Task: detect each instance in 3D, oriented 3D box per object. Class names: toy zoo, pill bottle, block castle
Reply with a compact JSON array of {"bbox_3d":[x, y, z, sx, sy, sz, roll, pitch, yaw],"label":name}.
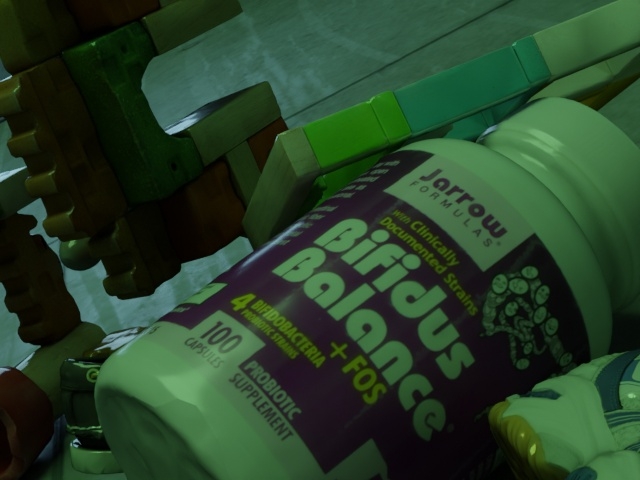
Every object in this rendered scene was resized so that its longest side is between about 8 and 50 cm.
[{"bbox_3d":[0.099,-0.076,0.949,0.293,0.030,0.192,-23,-9,-14],"label":"toy zoo"},{"bbox_3d":[0.045,0.050,0.820,0.301,0.169,0.169,-37,20,-25],"label":"pill bottle"},{"bbox_3d":[-0.211,-0.061,1.060,0.303,0.453,0.213,-14,15,33],"label":"block castle"}]

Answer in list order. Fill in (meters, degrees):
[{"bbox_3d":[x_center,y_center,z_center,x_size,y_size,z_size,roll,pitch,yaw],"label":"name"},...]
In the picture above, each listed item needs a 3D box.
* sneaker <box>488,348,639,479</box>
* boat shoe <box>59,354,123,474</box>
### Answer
[{"bbox_3d":[0.165,0.098,0.607,0.131,0.112,0.296,-28,18,-3],"label":"sneaker"},{"bbox_3d":[-0.043,0.081,0.934,0.228,0.068,0.081,-12,9,-18],"label":"boat shoe"}]
